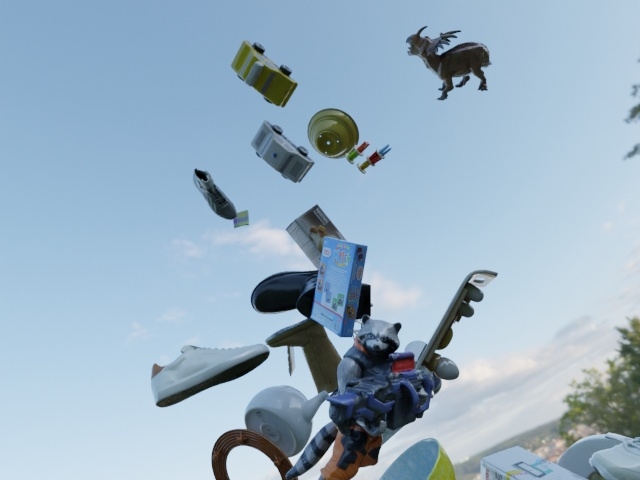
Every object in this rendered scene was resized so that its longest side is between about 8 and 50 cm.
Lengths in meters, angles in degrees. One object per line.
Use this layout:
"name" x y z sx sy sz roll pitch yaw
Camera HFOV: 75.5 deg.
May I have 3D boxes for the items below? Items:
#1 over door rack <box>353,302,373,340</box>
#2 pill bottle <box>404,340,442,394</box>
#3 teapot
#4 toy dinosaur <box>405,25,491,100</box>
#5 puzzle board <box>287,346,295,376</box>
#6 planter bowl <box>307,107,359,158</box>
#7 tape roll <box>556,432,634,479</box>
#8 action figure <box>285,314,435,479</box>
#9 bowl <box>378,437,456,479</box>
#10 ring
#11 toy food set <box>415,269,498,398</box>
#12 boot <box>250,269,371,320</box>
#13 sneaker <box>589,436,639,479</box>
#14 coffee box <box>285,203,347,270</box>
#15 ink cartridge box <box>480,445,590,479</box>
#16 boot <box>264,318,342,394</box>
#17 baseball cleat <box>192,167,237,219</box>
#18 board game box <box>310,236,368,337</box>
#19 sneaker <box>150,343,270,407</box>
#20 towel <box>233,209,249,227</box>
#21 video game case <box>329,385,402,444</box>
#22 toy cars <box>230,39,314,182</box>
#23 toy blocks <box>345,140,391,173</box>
"over door rack" 0.199 0.420 2.009 0.108 0.240 0.325 4 -53 7
"pill bottle" 0.338 0.425 1.381 0.111 0.112 0.187 -23 -55 -4
"teapot" -0.126 0.592 1.418 0.187 0.255 0.253 -42 -30 -55
"toy dinosaur" 0.422 -0.555 1.259 0.295 0.127 0.201 -14 -56 -9
"puzzle board" -0.115 0.450 1.612 0.011 0.128 0.096 -4 3 6
"planter bowl" 0.040 -0.403 1.643 0.216 0.090 0.217 9 -51 11
"tape roll" 0.968 0.832 1.324 0.071 0.392 0.392 10 -48 -45
"action figure" 0.046 0.281 0.684 0.341 0.178 0.331 30 -102 -52
"bowl" 0.269 0.699 1.108 0.289 0.156 0.289 -44 -9 -8
"ring" -0.220 0.768 1.336 0.336 0.337 0.032 -45 -9 26
"toy food set" 0.323 0.220 0.986 0.306 0.092 0.220 -59 -18 -4
"boot" -0.053 0.185 1.308 0.366 0.146 0.445 -15 6 -5
"sneaker" 0.669 0.417 0.814 0.291 0.119 0.110 0 6 -9
"coffee box" 0.000 0.000 1.645 0.141 0.247 0.098 -37 -3 -37
"ink cartridge box" 0.691 0.835 1.335 0.197 0.199 0.270 0 -1 -28
"boot" -0.045 0.430 1.486 0.235 0.270 0.089 -23 0 2
"baseball cleat" -0.362 -0.156 1.399 0.072 0.206 0.109 -46 0 -19
"board game box" 0.041 0.104 0.991 0.039 0.160 0.212 8 -87 -27
"sneaker" -0.273 0.293 1.023 0.289 0.123 0.106 -16 -34 -23
"towel" -0.289 -0.078 1.509 0.060 0.083 0.010 -15 -45 -1
"video game case" 0.167 0.541 1.364 0.210 0.232 0.041 -52 -22 23
"toy cars" -0.138 -0.336 1.108 0.176 0.087 0.395 -5 -71 23
"toy blocks" 0.187 -0.338 1.593 0.123 0.054 0.148 33 -53 -31
